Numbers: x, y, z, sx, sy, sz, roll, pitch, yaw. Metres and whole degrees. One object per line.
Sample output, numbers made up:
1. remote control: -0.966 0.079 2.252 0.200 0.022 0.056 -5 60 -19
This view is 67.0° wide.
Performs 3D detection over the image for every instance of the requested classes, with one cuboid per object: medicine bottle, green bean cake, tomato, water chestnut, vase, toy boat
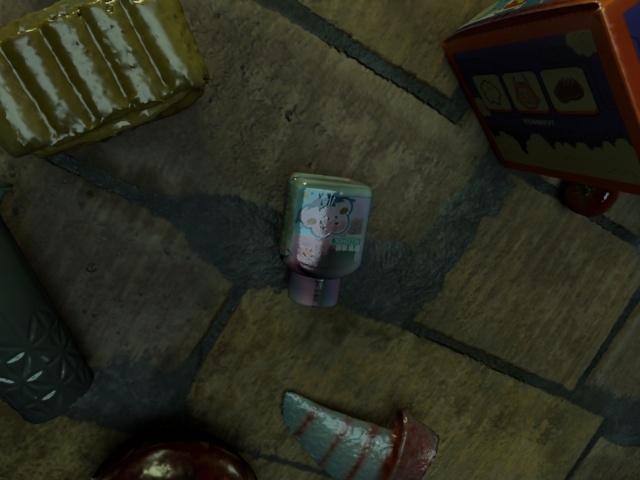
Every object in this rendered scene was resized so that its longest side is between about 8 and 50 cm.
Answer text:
1. medicine bottle: 0.000 0.000 0.726 0.119 0.094 0.187 4 105 -18
2. green bean cake: -0.244 -0.182 0.539 0.230 0.224 0.131 -26 111 -10
3. tomato: 0.471 -0.082 0.841 0.075 0.087 0.087 16 103 -48
4. water chestnut: -0.211 0.433 0.706 0.300 0.300 0.299 -4 107 -14
5. vase: -0.430 0.104 0.620 0.251 0.156 0.300 -28 117 -9
6. toy boat: 0.047 0.358 0.863 0.282 0.096 0.206 24 113 -11

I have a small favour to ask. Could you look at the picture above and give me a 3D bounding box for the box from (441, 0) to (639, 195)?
1. box: 0.413 -0.276 0.638 0.349 0.318 0.256 -37 110 -1
